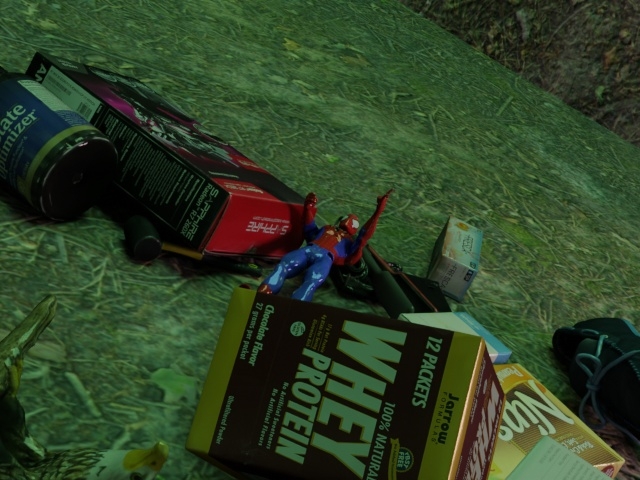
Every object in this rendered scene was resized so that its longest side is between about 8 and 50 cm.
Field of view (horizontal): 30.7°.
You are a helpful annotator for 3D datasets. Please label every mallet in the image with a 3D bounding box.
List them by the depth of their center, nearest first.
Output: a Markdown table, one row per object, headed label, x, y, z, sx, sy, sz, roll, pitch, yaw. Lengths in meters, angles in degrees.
| label | x | y | z | sx | sy | sz | roll | pitch | yaw |
| --- | --- | --- | --- | --- | --- | --- | --- | --- | --- |
| mallet | -0.160 | 0.012 | 1.459 | 0.190 | 0.039 | 0.062 | 15 | 22 | -38 |

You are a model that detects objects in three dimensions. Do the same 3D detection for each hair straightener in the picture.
| label | x | y | z | sx | sy | sz | roll | pitch | yaw |
| --- | --- | --- | --- | --- | --- | --- | --- | --- | --- |
| hair straightener | 0.067 | 0.039 | 1.571 | 0.089 | 0.047 | 0.230 | 7 | 35 | -37 |

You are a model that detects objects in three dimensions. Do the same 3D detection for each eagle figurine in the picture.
| label | x | y | z | sx | sy | sz | roll | pitch | yaw |
| --- | --- | --- | --- | --- | --- | --- | --- | --- | --- |
| eagle figurine | -0.167 | 0.213 | 0.861 | 0.226 | 0.225 | 0.298 | -43 | 103 | -26 |

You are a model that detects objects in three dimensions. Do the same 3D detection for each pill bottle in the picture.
| label | x | y | z | sx | sy | sz | roll | pitch | yaw |
| --- | --- | --- | --- | --- | --- | --- | --- | --- | --- |
| pill bottle | -0.362 | -0.130 | 1.430 | 0.219 | 0.122 | 0.123 | 37 | 24 | 25 |

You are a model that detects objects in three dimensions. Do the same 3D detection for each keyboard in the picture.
| label | x | y | z | sx | sy | sz | roll | pitch | yaw |
| --- | --- | --- | --- | --- | --- | --- | --- | --- | --- |
| keyboard | 0.095 | 0.061 | 1.638 | 0.180 | 0.023 | 0.108 | 16 | 31 | -26 |

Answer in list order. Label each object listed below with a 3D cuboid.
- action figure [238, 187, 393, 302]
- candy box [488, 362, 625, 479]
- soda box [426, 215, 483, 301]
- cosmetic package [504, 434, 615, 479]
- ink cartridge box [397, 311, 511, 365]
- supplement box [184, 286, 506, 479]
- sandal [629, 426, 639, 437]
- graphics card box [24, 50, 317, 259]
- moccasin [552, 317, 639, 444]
| label | x | y | z | sx | sy | sz | roll | pitch | yaw |
| --- | --- | --- | --- | --- | --- | --- | --- | --- | --- |
| action figure | 0.000 | 0.000 | 1.465 | 0.092 | 0.139 | 0.280 | 27 | 29 | 12 |
| candy box | 0.162 | 0.223 | 1.261 | 0.317 | 0.087 | 0.183 | 4 | 31 | -44 |
| soda box | 0.207 | 0.025 | 1.788 | 0.063 | 0.058 | 0.183 | 27 | 23 | 1 |
| cosmetic package | 0.227 | 0.307 | 1.061 | 0.184 | 0.151 | 0.151 | 32 | 23 | 18 |
| ink cartridge box | 0.138 | 0.146 | 1.399 | 0.143 | 0.092 | 0.090 | 4 | 31 | -44 |
| supplement box | 0.030 | 0.141 | 0.912 | 0.194 | 0.129 | 0.191 | 10 | -18 | 18 |
| sandal | 0.492 | 0.276 | 1.538 | 0.090 | 0.060 | 0.219 | 11 | 26 | -32 |
| graphics card box | -0.206 | -0.110 | 1.550 | 0.371 | 0.094 | 0.233 | 35 | 13 | 25 |
| moccasin | 0.387 | 0.189 | 1.558 | 0.117 | 0.137 | 0.342 | -1 | 5 | 0 |
